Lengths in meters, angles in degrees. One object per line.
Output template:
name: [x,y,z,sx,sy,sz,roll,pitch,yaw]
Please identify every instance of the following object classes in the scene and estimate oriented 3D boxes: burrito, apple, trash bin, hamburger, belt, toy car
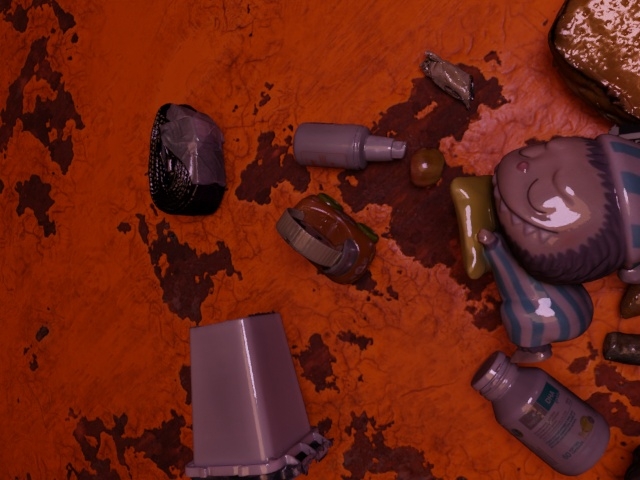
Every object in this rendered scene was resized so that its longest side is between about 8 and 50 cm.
burrito: [0.270,-0.341,0.847,0.149,0.041,0.055,43,121,12]
apple: [0.224,-0.155,0.854,0.071,0.084,0.084,5,94,15]
trash bin: [-0.156,0.363,0.961,0.295,0.255,0.368,-16,78,24]
hamburger: [0.551,-0.346,0.655,0.284,0.174,0.305,-44,76,21]
belt: [-0.356,-0.209,1.053,0.184,0.164,0.290,-2,89,28]
toy car: [0.000,0.000,0.881,0.235,0.235,0.145,40,106,17]

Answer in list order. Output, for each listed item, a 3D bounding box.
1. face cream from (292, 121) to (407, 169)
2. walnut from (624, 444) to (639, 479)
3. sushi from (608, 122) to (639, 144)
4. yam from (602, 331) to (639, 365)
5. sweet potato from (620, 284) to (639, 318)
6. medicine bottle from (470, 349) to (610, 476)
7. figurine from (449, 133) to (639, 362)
face cream: [0.069,-0.208,0.906,0.251,0.101,0.101,9,96,22]
walnut: [0.598,0.425,0.643,0.224,0.224,0.225,1,93,23]
sushi: [0.604,-0.092,0.655,0.279,0.043,0.193,13,135,22]
yam: [0.651,0.212,0.700,0.273,0.061,0.061,9,96,22]
sweet potato: [0.613,0.054,0.713,0.065,0.051,0.218,45,107,19]
medicine bottle: [0.403,0.314,0.766,0.215,0.135,0.135,39,106,16]
figurine: [0.440,0.006,0.621,0.377,0.266,0.362,-12,101,51]
